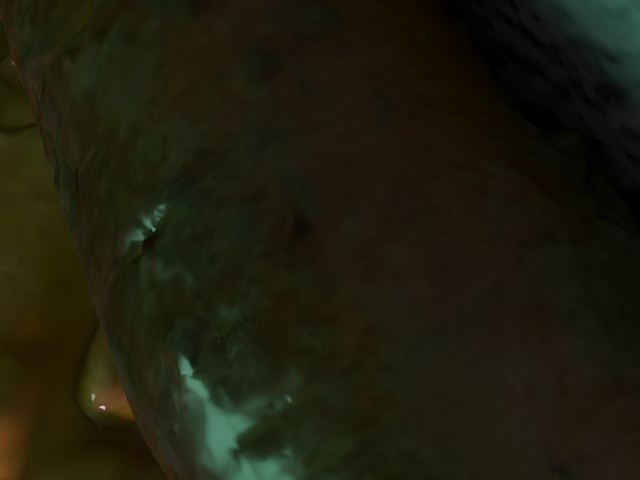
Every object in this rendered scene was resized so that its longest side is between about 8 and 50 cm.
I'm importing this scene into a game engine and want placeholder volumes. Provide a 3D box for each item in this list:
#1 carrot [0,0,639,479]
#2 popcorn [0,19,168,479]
[{"bbox_3d":[0.000,0.000,0.391,0.302,0.139,0.138,55,167,23],"label":"carrot"},{"bbox_3d":[-0.173,0.069,0.828,0.344,0.354,0.390,44,-130,-54],"label":"popcorn"}]
